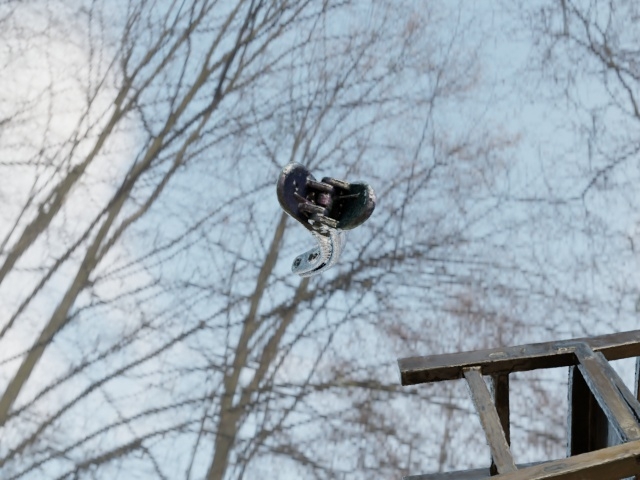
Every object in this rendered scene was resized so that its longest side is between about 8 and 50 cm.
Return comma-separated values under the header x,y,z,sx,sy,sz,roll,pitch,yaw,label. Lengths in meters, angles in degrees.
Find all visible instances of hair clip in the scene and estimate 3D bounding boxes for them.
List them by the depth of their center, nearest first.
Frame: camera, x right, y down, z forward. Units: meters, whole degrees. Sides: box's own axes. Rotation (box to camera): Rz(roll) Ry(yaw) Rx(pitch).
x,y,z,sx,sy,sz,roll,pitch,yaw,label
0.000,0.000,1.058,0.083,0.048,0.275,13,-18,2,hair clip

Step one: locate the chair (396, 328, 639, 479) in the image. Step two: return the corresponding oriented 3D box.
x,y,z,sx,sy,sz,roll,pitch,yaw,label
0.303,0.229,1.149,0.416,0.240,0.203,-7,-64,-4,chair
